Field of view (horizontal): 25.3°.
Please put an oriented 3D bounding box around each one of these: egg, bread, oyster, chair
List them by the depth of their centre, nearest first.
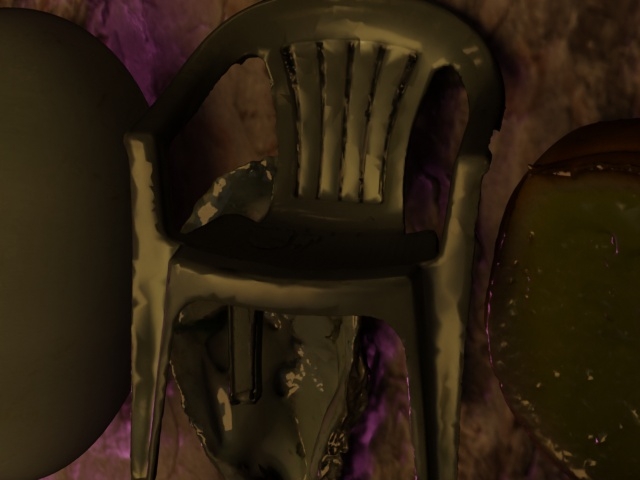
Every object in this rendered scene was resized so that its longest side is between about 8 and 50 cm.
[{"bbox_3d":[0.188,0.048,0.772,0.236,0.070,0.236,22,126,34],"label":"bread"},{"bbox_3d":[0.000,0.000,0.840,0.203,0.190,0.275,7,109,12],"label":"chair"},{"bbox_3d":[-0.022,0.076,0.971,0.199,0.087,0.252,-31,103,18],"label":"oyster"},{"bbox_3d":[-0.223,0.013,1.029,0.230,0.230,0.371,28,125,32],"label":"egg"}]
